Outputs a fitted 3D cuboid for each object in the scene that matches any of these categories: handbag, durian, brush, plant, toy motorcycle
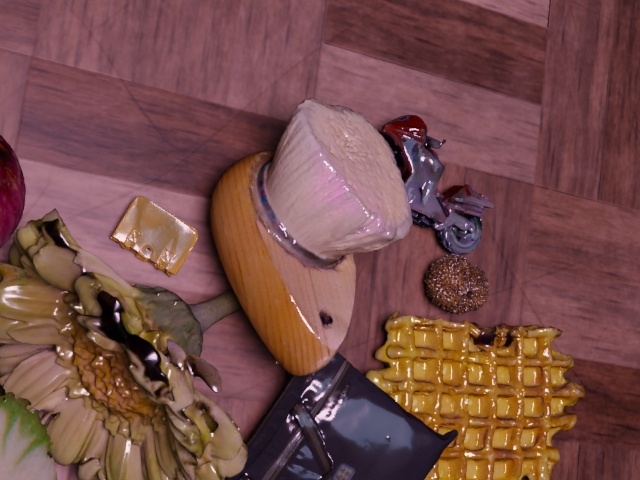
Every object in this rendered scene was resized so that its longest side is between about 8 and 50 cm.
[{"bbox_3d":[0.002,0.263,1.094,0.211,0.089,0.254,35,88,-11],"label":"handbag"},{"bbox_3d":[0.168,0.055,1.207,0.080,0.091,0.080,-2,100,-10],"label":"durian"},{"bbox_3d":[0.000,0.000,1.043,0.174,0.166,0.267,17,51,-45],"label":"brush"},{"bbox_3d":[-0.159,0.113,0.949,0.297,0.261,0.306,-13,103,-23],"label":"plant"},{"bbox_3d":[0.129,-0.072,1.210,0.213,0.082,0.122,31,82,-28],"label":"toy motorcycle"},{"bbox_3d":[-0.183,-0.005,1.085,0.083,0.027,0.061,33,71,-16],"label":"handbag"}]

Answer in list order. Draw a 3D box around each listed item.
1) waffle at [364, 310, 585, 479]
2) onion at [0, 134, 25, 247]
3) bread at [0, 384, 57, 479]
[{"bbox_3d":[0.194,0.190,1.219,0.283,0.065,0.309,-43,105,-20],"label":"waffle"},{"bbox_3d":[-0.372,-0.046,0.937,0.177,0.153,0.177,1,77,-5],"label":"onion"},{"bbox_3d":[-0.400,0.238,0.810,0.366,0.129,0.382,-40,135,-35],"label":"bread"}]
